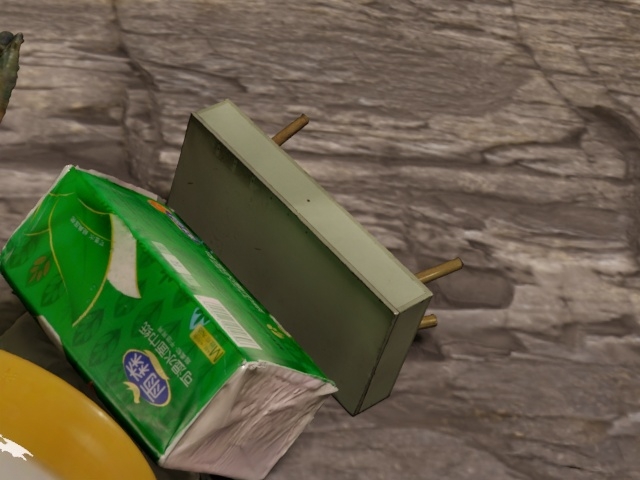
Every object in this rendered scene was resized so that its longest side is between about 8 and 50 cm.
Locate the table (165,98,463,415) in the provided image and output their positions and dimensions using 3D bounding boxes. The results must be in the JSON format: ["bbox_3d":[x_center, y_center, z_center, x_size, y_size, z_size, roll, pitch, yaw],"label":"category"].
[{"bbox_3d":[0.000,0.000,1.244,0.111,0.121,0.240,-25,59,-38],"label":"table"}]

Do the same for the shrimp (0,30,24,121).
[{"bbox_3d":[-0.380,-0.087,1.233,0.272,0.085,0.445,18,46,6],"label":"shrimp"}]

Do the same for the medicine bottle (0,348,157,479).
[{"bbox_3d":[-0.229,0.207,0.856,0.238,0.238,0.232,21,43,2],"label":"medicine bottle"}]

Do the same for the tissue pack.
[{"bbox_3d":[-0.125,0.080,1.114,0.209,0.156,0.148,45,12,26],"label":"tissue pack"}]
